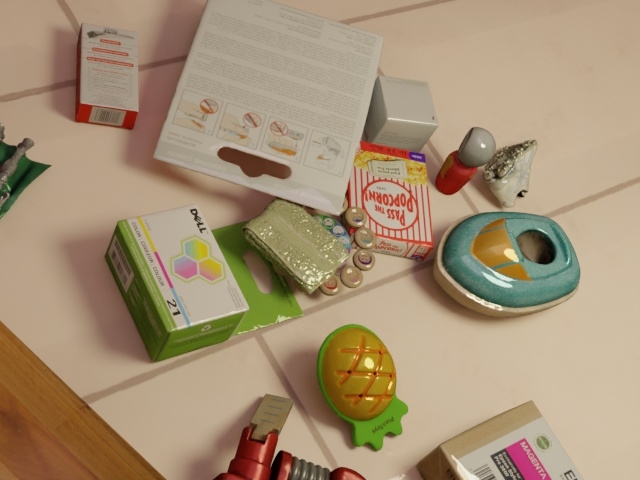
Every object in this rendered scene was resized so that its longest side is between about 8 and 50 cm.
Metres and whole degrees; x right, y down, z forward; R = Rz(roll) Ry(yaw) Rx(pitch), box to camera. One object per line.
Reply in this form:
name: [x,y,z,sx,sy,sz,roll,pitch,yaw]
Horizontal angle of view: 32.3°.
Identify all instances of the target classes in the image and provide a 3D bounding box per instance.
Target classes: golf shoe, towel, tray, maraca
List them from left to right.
tray: [-0.380,0.262,1.366,0.411,0.076,0.203,43,52,6]
towel: [-0.036,0.002,1.668,0.148,0.027,0.110,41,55,6]
maraca: [0.061,0.210,1.590,0.127,0.099,0.185,-30,99,-28]
golf shoe: [0.346,-0.120,1.973,0.176,0.069,0.086,-42,114,-46]

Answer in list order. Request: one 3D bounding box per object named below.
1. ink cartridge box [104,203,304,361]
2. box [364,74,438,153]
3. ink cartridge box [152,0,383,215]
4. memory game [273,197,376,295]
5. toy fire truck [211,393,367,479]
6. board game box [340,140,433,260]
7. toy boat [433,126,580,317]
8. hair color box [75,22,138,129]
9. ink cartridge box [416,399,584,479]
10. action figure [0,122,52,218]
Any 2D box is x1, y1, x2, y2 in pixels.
ink cartridge box: [-0.155,0.044,1.600,0.255,0.097,0.188,-15,65,-31]
box: [0.135,-0.217,1.912,0.101,0.087,0.102,5,57,-22]
ink cartridge box: [-0.081,-0.220,1.806,0.308,0.091,0.384,17,58,-5]
memory game: [0.000,0.000,1.707,0.186,0.012,0.186,7,63,-14]
toy fire truck: [-0.033,0.314,1.459,0.217,0.158,0.246,20,62,-10]
board game box: [0.106,-0.068,1.825,0.147,0.045,0.193,9,55,-17]
toy boat: [0.286,-0.027,1.814,0.268,0.148,0.318,-9,63,-29]
hair color box: [-0.338,-0.261,1.750,0.093,0.053,0.167,6,57,-19]
ink cartridge box: [0.282,0.372,1.583,0.193,0.088,0.234,-20,67,-32]
action figure: [-0.483,-0.061,1.548,0.137,0.063,0.232,27,55,-10]
